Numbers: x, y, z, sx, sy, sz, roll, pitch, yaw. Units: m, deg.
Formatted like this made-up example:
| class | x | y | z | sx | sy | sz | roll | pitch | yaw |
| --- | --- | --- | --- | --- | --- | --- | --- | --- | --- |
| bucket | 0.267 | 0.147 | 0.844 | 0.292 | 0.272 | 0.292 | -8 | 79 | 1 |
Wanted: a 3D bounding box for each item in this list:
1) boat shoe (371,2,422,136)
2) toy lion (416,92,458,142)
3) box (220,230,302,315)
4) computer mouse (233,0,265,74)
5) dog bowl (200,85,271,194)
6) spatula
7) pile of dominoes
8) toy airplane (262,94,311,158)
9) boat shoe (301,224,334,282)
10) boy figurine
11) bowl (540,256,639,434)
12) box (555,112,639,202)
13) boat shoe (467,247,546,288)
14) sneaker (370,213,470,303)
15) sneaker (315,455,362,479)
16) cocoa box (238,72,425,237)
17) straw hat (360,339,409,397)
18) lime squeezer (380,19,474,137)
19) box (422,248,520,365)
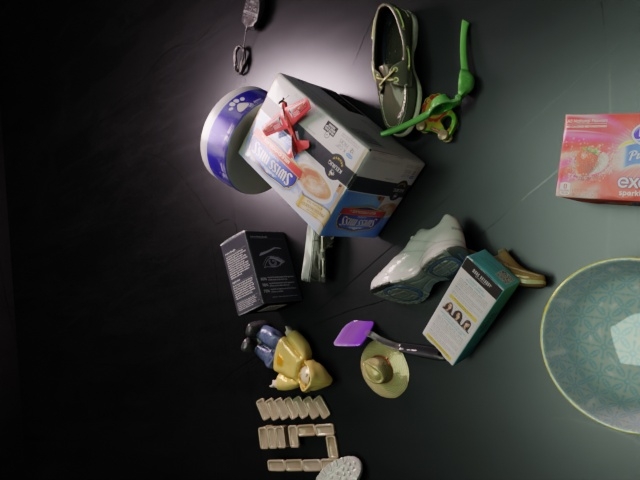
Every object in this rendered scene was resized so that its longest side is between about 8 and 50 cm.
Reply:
| class | x | y | z | sx | sy | sz | roll | pitch | yaw |
| --- | --- | --- | --- | --- | --- | --- | --- | --- | --- |
| boat shoe | 0.167 | -0.393 | 1.394 | 0.109 | 0.091 | 0.305 | -5 | 82 | 42 |
| toy lion | 0.267 | -0.280 | 1.363 | 0.100 | 0.034 | 0.096 | 33 | 102 | 35 |
| box | -0.159 | 0.085 | 1.630 | 0.108 | 0.153 | 0.207 | -28 | 71 | 37 |
| computer mouse | -0.205 | -0.601 | 1.761 | 0.071 | 0.041 | 0.242 | 35 | 118 | 33 |
| dog bowl | -0.175 | -0.257 | 1.576 | 0.104 | 0.264 | 0.265 | 33 | 110 | 34 |
| spatula | 0.166 | 0.241 | 1.425 | 0.296 | 0.084 | 0.030 | 9 | 137 | 33 |
| pile of dominoes | -0.057 | 0.515 | 1.628 | 0.251 | 0.040 | 0.196 | -13 | 80 | 31 |
| toy airplane | -0.064 | -0.249 | 1.334 | 0.151 | 0.028 | 0.151 | -2 | 87 | 41 |
| boat shoe | 0.000 | 0.000 | 1.558 | 0.070 | 0.078 | 0.220 | 7 | 91 | 5 |
| boy figurine | -0.089 | 0.325 | 1.609 | 0.285 | 0.092 | 0.177 | 29 | 105 | 40 |
| bowl | 0.547 | 0.169 | 1.037 | 0.289 | 0.156 | 0.290 | 0 | 90 | 40 |
| box | 0.578 | -0.134 | 1.025 | 0.299 | 0.142 | 0.154 | 9 | 94 | 40 |
| boat shoe | 0.374 | 0.051 | 1.247 | 0.190 | 0.068 | 0.072 | 12 | 85 | 39 |
| sneaker | 0.222 | 0.050 | 1.358 | 0.297 | 0.111 | 0.129 | -36 | 36 | 44 |
| sneaker | 0.030 | 0.637 | 1.513 | 0.235 | 0.095 | 0.090 | -52 | 52 | 3 |
| cocoa box | 0.018 | -0.195 | 1.434 | 0.347 | 0.231 | 0.228 | 46 | 116 | 31 |
| straw hat | 0.137 | 0.308 | 1.439 | 0.144 | 0.061 | 0.145 | 0 | 90 | 40 |
| lime squeezer | 0.262 | -0.328 | 1.316 | 0.110 | 0.059 | 0.310 | 37 | 94 | 3 |
| box | 0.306 | 0.142 | 1.251 | 0.100 | 0.060 | 0.244 | 48 | 137 | 29 |
